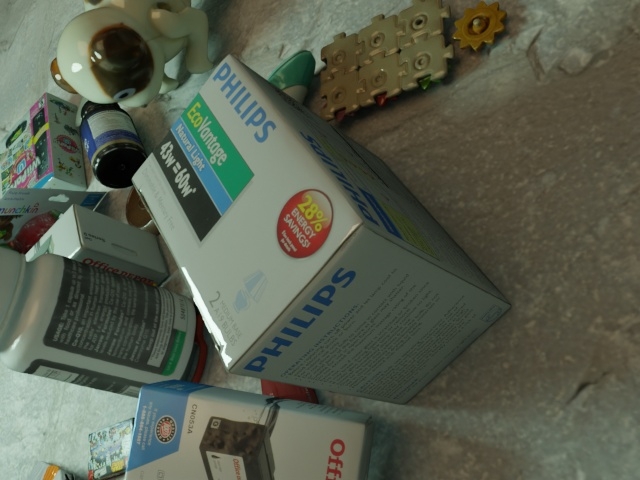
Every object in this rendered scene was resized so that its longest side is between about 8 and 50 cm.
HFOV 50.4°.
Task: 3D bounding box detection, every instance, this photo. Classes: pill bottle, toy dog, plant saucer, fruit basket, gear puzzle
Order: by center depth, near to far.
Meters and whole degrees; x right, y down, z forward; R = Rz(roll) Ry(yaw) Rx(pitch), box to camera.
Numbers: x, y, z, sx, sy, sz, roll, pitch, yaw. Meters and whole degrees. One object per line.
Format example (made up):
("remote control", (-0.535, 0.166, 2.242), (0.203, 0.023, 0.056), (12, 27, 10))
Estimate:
("gear puzzle", (0.146, -0.310, 1.123), (0.339, 0.044, 0.175), (-15, 63, 32))
("pill bottle", (-0.418, 0.142, 1.172), (0.204, 0.361, 0.204), (-35, 43, 41))
("toy dog", (-0.384, -0.461, 1.394), (0.285, 0.395, 0.407), (-3, 63, 30))
("plant saucer", (-0.369, -0.085, 1.467), (0.169, 0.029, 0.168), (-15, 64, 34))
("fruit basket", (-0.651, 0.030, 1.492), (0.353, 0.327, 0.165), (-44, 80, 13))
("pill bottle", (-0.476, -0.230, 1.548), (0.123, 0.123, 0.219), (-45, 50, 17))

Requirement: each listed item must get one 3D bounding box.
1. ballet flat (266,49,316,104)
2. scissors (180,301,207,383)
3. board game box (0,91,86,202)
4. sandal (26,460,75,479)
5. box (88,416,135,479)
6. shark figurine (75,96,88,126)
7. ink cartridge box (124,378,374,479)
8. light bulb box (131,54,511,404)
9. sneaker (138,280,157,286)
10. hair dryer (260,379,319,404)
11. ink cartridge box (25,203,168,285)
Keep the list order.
("ballet flat", (-0.086, -0.244, 1.266), (0.247, 0.083, 0.087), (-37, 66, 28))
("scissors", (-0.223, 0.134, 1.272), (0.109, 0.021, 0.297), (12, 81, 44))
("board game box", (-0.722, -0.198, 1.758), (0.224, 0.098, 0.303), (-37, 55, 24))
("sandal", (-0.528, 0.500, 1.355), (0.265, 0.076, 0.102), (-7, 53, 60))
("box", (-0.393, 0.402, 1.302), (0.137, 0.027, 0.093), (-27, 59, 29))
("shark figurine", (-0.569, -0.439, 1.713), (0.166, 0.116, 0.278), (-8, 70, 36))
("ink cartridge box", (-0.097, 0.326, 0.919), (0.308, 0.129, 0.223), (7, 82, 10))
("light bulb box", (0.000, 0.000, 0.905), (0.225, 0.361, 0.358), (-48, 50, 15))
("sneaker", (-0.374, 0.150, 1.365), (0.175, 0.067, 0.064), (-52, 44, 34))
("hair dryer", (-0.097, 0.275, 1.071), (0.224, 0.080, 0.293), (3, 76, 41))
("ink cartridge box", (-0.485, 0.085, 1.377), (0.289, 0.211, 0.121), (-40, 52, 20))
